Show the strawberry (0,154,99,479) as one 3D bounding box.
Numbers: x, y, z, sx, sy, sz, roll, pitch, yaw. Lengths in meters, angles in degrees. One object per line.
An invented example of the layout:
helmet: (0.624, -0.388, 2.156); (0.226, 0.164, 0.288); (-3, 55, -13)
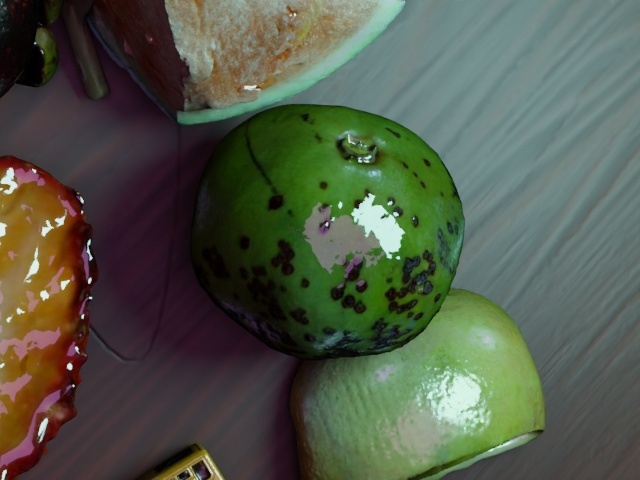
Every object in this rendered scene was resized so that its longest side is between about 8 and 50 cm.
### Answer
strawberry: (-0.333, 0.086, 1.466); (0.265, 0.149, 0.336); (33, 76, -5)

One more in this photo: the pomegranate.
pomegranate: (0.000, 0.000, 1.486); (0.254, 0.270, 0.254); (9, 56, -13)

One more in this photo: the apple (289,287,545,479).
apple: (0.092, 0.142, 1.569); (0.265, 0.120, 0.193); (-18, 86, -13)

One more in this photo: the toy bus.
toy bus: (-0.174, 0.274, 1.534); (0.194, 0.083, 0.088); (-32, 96, -11)

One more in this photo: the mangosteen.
mangosteen: (-0.329, -0.204, 1.415); (0.210, 0.210, 0.210); (-1, 94, -12)

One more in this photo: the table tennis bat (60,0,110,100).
table tennis bat: (-0.236, -0.237, 1.474); (0.022, 0.131, 0.234); (-31, 121, -27)

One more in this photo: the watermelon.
watermelon: (-0.144, -0.255, 1.461); (0.319, 0.292, 0.222); (3, 130, -46)
